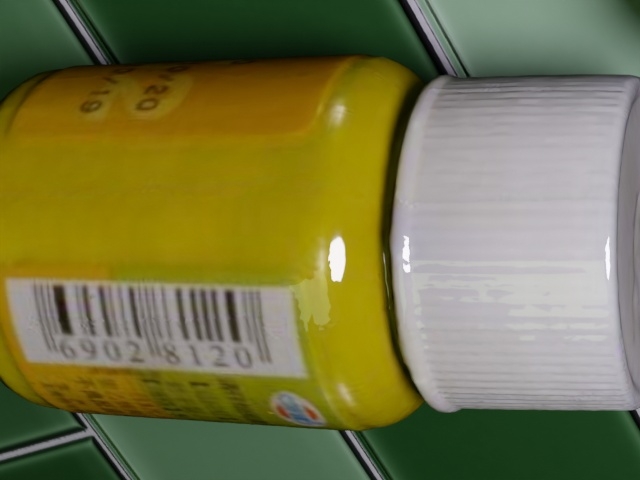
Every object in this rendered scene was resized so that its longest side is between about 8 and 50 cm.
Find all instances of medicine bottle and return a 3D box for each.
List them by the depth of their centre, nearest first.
[{"bbox_3d":[0.000,0.000,0.852,0.384,0.224,0.224,0,123,22],"label":"medicine bottle"}]
